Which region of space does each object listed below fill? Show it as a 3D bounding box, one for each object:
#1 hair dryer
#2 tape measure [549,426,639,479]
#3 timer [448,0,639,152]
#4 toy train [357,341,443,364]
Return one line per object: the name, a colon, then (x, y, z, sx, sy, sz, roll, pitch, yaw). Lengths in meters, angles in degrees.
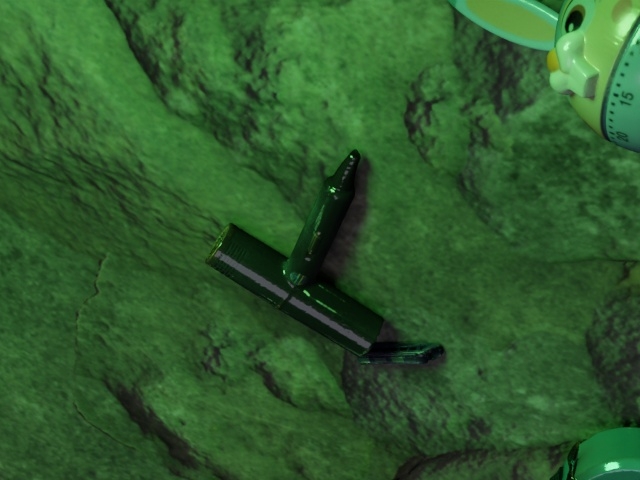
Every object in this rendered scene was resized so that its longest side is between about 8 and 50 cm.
hair dryer: (0.015, 0.004, 1.478, 0.173, 0.050, 0.195, 32, 132, -12)
tape measure: (0.291, 0.238, 1.552, 0.125, 0.081, 0.146, -35, 112, 30)
timer: (0.197, -0.153, 1.173, 0.255, 0.175, 0.175, 17, 135, 8)
toy train: (0.075, 0.107, 1.563, 0.083, 0.017, 0.017, -3, 130, 24)
